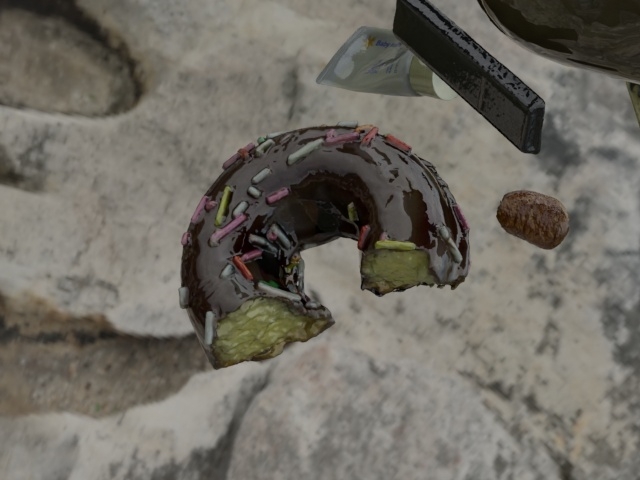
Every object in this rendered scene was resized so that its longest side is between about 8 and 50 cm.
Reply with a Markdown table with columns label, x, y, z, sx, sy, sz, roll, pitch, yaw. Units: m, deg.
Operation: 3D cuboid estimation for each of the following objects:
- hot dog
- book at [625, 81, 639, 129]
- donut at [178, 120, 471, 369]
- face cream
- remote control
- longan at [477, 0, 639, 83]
| label | x | y | z | sx | sy | sz | roll | pitch | yaw |
| --- | --- | --- | --- | --- | --- | --- | --- | --- | --- |
| hot dog | 0.236 | -0.023 | 1.410 | 0.083 | 0.058 | 0.035 | 25 | 22 | 26 |
| book | 0.599 | -0.223 | 1.900 | 0.027 | 0.264 | 0.202 | -14 | 87 | -73 |
| donut | -0.009 | -0.018 | 1.481 | 0.345 | 0.136 | 0.259 | -18 | 61 | 10 |
| face cream | 0.094 | -0.241 | 1.730 | 0.224 | 0.070 | 0.114 | 21 | 66 | 45 |
| remote control | 0.140 | -0.166 | 1.230 | 0.025 | 0.063 | 0.245 | -15 | 40 | -23 |
| longan | 0.307 | -0.302 | 1.179 | 0.361 | 0.361 | 0.361 | 13 | 49 | -16 |
